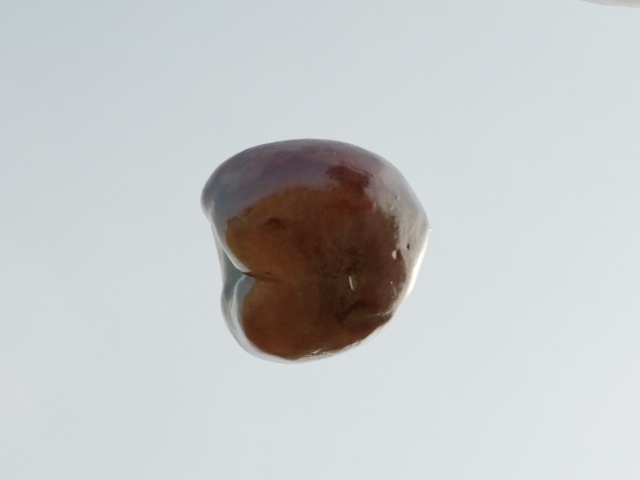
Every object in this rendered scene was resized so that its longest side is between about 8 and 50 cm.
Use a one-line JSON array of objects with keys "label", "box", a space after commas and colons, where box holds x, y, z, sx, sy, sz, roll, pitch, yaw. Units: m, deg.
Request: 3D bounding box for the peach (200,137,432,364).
[{"label": "peach", "box": [0.000, 0.000, 1.272, 0.152, 0.152, 0.152, 0, -47, 0]}]

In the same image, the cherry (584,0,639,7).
[{"label": "cherry", "box": [0.189, -0.231, 1.165, 0.239, 0.206, 0.239, -21, -27, -11]}]
